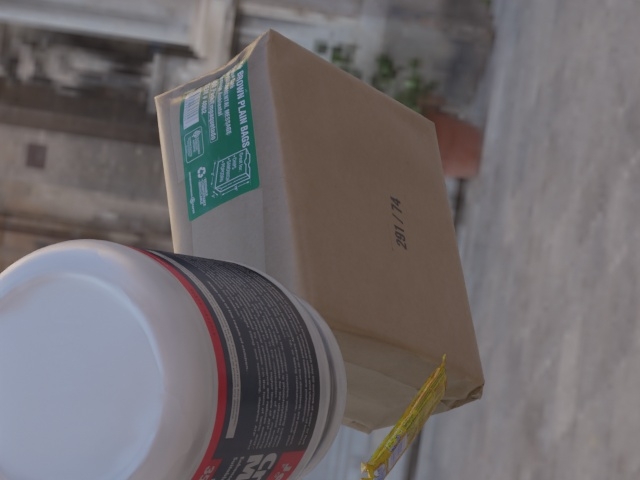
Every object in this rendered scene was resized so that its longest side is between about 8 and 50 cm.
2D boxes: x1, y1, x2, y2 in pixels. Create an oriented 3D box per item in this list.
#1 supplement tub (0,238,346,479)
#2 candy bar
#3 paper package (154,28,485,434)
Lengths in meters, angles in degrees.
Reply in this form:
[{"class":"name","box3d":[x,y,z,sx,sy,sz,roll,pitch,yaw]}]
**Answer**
[{"class":"supplement tub","box3d":[-0.109,0.103,1.095,0.272,0.191,0.191,12,-94,-66]},{"class":"candy bar","box3d":[0.081,0.169,1.445,0.161,0.018,0.040,-48,-32,-38]},{"class":"paper package","box3d":[0.000,0.000,1.588,0.309,0.168,0.325,25,-131,-48]}]
